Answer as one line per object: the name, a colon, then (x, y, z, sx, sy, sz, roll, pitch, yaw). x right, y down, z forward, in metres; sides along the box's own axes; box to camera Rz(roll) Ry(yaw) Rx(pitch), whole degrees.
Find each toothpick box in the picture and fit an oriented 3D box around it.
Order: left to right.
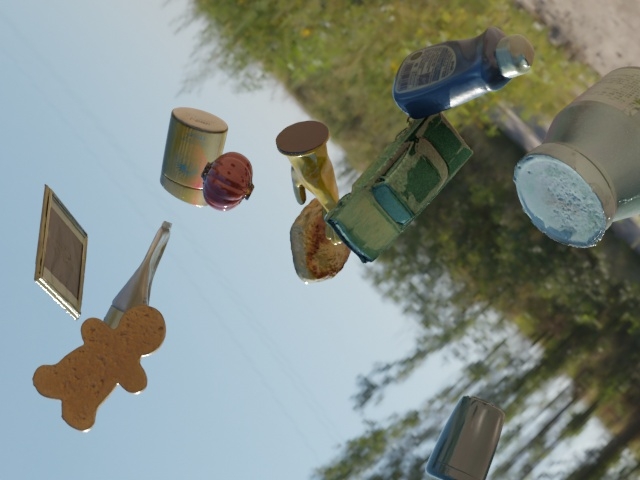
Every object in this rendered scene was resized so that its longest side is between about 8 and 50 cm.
toothpick box: (0.299, 0.411, 2.106, 0.120, 0.184, 0.120, 24, 168, 5)

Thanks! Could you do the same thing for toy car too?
toy car: (0.154, -0.110, 2.000, 0.141, 0.320, 0.097, 48, 165, -22)

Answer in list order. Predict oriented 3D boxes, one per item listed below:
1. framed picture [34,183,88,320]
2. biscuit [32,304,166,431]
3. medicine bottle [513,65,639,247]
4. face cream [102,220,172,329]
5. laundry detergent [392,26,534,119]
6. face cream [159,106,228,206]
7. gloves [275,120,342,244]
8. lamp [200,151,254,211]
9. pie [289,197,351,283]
framed picture: (-0.590, 0.034, 2.394, 0.293, 0.018, 0.231, 74, -165, -68)
biscuit: (-0.354, 0.202, 1.731, 0.158, 0.240, 0.035, 50, 176, 13)
medicine bottle: (0.516, -0.144, 1.882, 0.245, 0.290, 0.245, 36, 149, 27)
face cream: (-0.322, 0.069, 1.907, 0.070, 0.224, 0.114, 26, 178, 0)
laundry detergent: (0.268, -0.310, 1.883, 0.290, 0.143, 0.094, -8, 136, 46)
face cream: (-0.313, -0.199, 2.532, 0.139, 0.285, 0.067, 18, -130, -2)
gloves: (-0.005, -0.109, 2.274, 0.133, 0.116, 0.294, -99, -6, -51)
lamp: (-0.160, -0.102, 1.797, 0.092, 0.107, 0.107, 27, -172, -3)
pie: (0.000, 0.000, 2.493, 0.179, 0.084, 0.205, -27, -67, -54)
